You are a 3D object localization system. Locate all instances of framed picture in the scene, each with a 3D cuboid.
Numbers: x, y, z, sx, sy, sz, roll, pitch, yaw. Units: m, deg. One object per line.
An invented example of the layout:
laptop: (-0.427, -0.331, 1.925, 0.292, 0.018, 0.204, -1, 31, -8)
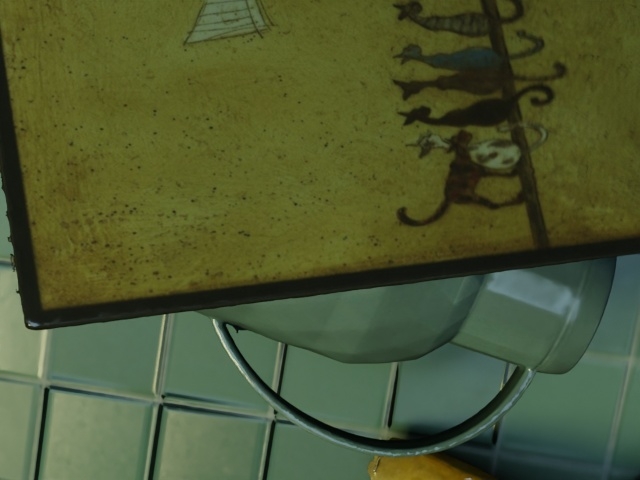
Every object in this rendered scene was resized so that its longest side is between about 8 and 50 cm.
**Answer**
framed picture: (0.011, -0.102, 0.920, 0.338, 0.014, 0.255, -7, 77, -14)

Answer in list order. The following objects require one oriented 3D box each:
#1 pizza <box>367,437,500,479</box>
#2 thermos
pizza: (0.080, 0.216, 1.003, 0.204, 0.080, 0.188, 21, 79, 27)
thermos: (0.000, 0.000, 0.978, 0.286, 0.145, 0.182, 22, 93, -5)
